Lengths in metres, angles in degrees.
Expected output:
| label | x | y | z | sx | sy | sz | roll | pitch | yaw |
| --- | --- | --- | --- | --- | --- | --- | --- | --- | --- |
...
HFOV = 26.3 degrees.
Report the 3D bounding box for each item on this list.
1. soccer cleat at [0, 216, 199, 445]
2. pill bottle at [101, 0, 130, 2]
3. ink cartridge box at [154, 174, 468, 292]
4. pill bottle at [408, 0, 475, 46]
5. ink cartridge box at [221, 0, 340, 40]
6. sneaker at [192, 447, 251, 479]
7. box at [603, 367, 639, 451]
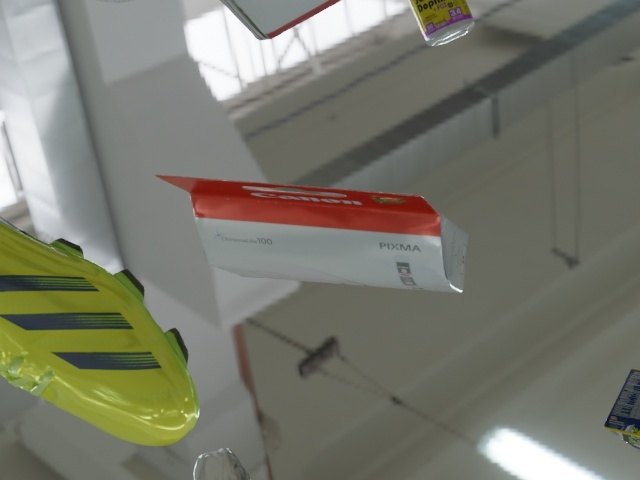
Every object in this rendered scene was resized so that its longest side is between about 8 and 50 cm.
| label | x | y | z | sx | sy | sz | roll | pitch | yaw |
| --- | --- | --- | --- | --- | --- | --- | --- | --- | --- |
| soccer cleat | -0.195 | 0.027 | 0.737 | 0.289 | 0.093 | 0.121 | 41 | -136 | -3 |
| pill bottle | -0.163 | -0.255 | 1.103 | 0.121 | 0.121 | 0.221 | -8 | -166 | 0 |
| ink cartridge box | 0.000 | 0.000 | 0.999 | 0.189 | 0.066 | 0.232 | 5 | 179 | 14 |
| pill bottle | 0.092 | -0.204 | 1.119 | 0.043 | 0.083 | 0.043 | -23 | 177 | -1 |
| ink cartridge box | -0.004 | -0.177 | 0.467 | 0.127 | 0.072 | 0.175 | -28 | -122 | 13 |
| sneaker | -0.094 | 0.292 | 1.027 | 0.129 | 0.111 | 0.297 | -8 | -128 | 9 |
| box | 0.286 | 0.135 | 0.968 | 0.169 | 0.059 | 0.054 | 6 | -115 | 59 |
